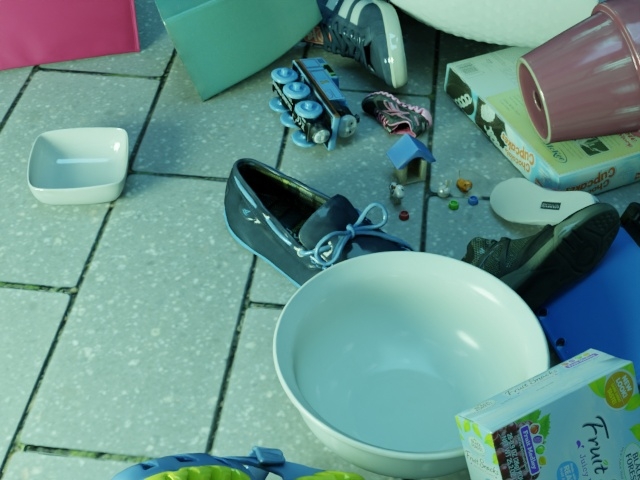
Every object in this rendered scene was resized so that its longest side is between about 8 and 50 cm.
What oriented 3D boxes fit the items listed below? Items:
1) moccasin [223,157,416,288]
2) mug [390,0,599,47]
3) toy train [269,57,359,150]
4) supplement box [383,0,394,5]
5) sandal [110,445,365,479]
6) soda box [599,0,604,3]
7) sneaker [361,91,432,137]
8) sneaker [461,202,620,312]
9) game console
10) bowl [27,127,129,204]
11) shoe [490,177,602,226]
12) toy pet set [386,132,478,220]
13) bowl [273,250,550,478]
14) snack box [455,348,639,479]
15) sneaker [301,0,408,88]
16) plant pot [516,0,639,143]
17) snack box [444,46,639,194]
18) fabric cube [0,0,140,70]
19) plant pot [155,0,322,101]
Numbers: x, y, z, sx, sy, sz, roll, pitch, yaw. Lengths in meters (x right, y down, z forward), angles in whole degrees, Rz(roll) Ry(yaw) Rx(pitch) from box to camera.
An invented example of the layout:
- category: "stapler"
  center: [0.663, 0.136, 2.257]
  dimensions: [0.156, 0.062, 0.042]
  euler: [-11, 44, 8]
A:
- category: "moccasin"
  center: [0.000, 0.000, 1.340]
  dimensions: [0.342, 0.117, 0.138]
  euler: [24, 48, 24]
- category: "mug"
  center: [0.267, -0.449, 1.584]
  dimensions: [0.328, 0.276, 0.374]
  euler: [7, 0, 13]
- category: "toy train"
  center: [-0.010, -0.212, 1.604]
  dimensions: [0.105, 0.080, 0.184]
  euler: [-12, 43, -21]
- category: "supplement box"
  center: [0.204, -0.469, 1.844]
  dimensions: [0.239, 0.073, 0.130]
  euler: [-18, 7, -18]
- category: "sandal"
  center: [-0.094, 0.257, 0.997]
  dimensions: [0.138, 0.126, 0.317]
  euler: [18, -1, 39]
- category: "soda box"
  center: [0.373, -0.383, 1.792]
  dimensions: [0.216, 0.074, 0.069]
  euler: [12, 44, 13]
- category: "sneaker"
  center: [0.111, -0.190, 1.608]
  dimensions: [0.119, 0.047, 0.057]
  euler: [22, 58, 24]
- category: "sneaker"
  center: [0.260, 0.015, 1.304]
  dimensions: [0.227, 0.087, 0.130]
  euler: [-42, 38, 5]
- category: "game console"
  center: [0.420, 0.097, 1.262]
  dimensions: [0.250, 0.173, 0.293]
  euler: [24, 23, -19]
- category: "bowl"
  center: [-0.345, -0.101, 1.497]
  dimensions: [0.142, 0.053, 0.142]
  euler: [-3, 42, -4]
- category: "shoe"
  center: [0.323, -0.039, 1.432]
  dimensions: [0.178, 0.081, 0.063]
  euler: [12, 81, 48]
- category: "toy pet set"
  center: [0.152, -0.098, 1.487]
  dimensions: [0.122, 0.065, 0.114]
  euler: [-13, 44, -15]
- category: "bowl"
  center: [0.097, 0.157, 1.157]
  dimensions: [0.298, 0.134, 0.298]
  euler: [0, 43, 0]
- category: "snack box"
  center: [0.241, 0.236, 1.019]
  dimensions: [0.174, 0.207, 0.070]
  euler: [-20, 16, -22]
- category: "sneaker"
  center: [0.038, -0.348, 1.727]
  dimensions: [0.148, 0.131, 0.350]
  euler: [-16, 39, -7]
- category: "plant pot"
  center: [0.382, -0.226, 1.459]
  dimensions: [0.180, 0.201, 0.201]
  euler: [-19, 44, 1]
- category: "snack box"
  center: [0.350, -0.189, 1.590]
  dimensions: [0.187, 0.060, 0.322]
  euler: [-17, 45, -17]
- category: "fabric cube"
  center: [-0.462, -0.469, 1.751]
  dimensions: [0.258, 0.254, 0.259]
  euler: [-11, 43, -12]
- category: "plant pot"
  center: [-0.129, -0.372, 1.664]
  dimensions: [0.234, 0.165, 0.166]
  euler: [-23, 45, 0]
